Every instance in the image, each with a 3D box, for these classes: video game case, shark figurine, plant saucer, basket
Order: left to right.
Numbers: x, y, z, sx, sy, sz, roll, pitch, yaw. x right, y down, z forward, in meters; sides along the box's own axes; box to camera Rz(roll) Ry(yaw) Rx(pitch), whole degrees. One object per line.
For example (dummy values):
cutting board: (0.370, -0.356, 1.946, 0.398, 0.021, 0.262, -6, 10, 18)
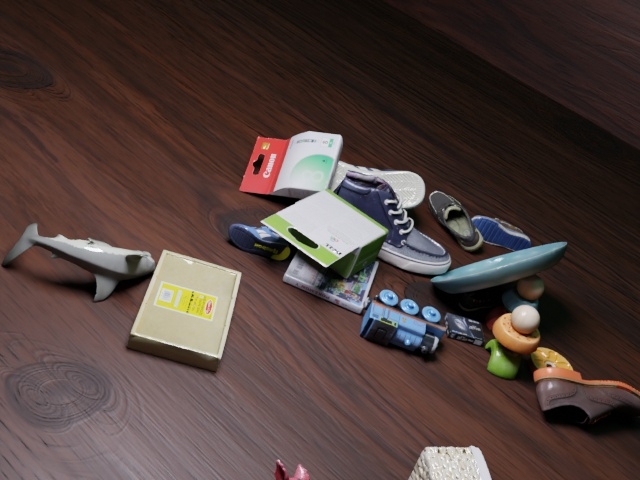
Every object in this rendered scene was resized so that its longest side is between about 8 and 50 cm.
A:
shark figurine: (-0.430, 0.051, 1.457, 0.278, 0.116, 0.166, 14, -2, -27)
video game case: (0.027, 0.069, 1.766, 0.183, 0.023, 0.201, 23, 31, 2)
basket: (0.213, 0.425, 1.268, 0.103, 0.113, 0.167, 9, 34, -13)
plant saucer: (0.411, 0.067, 1.807, 0.318, 0.318, 0.043, -17, 90, -45)

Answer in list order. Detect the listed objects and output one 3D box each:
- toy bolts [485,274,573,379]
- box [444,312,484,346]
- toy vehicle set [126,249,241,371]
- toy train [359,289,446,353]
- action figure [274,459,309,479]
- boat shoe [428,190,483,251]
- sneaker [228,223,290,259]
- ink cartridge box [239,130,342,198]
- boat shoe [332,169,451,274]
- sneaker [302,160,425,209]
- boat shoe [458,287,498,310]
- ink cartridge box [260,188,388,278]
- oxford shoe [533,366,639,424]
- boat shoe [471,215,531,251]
toy bolts: (0.470, 0.185, 1.728, 0.218, 0.158, 0.228, 17, 32, -7)
box: (0.318, 0.198, 1.751, 0.083, 0.018, 0.067, 17, 33, -8)
toy vehicle set: (-0.251, 0.127, 1.500, 0.166, 0.035, 0.267, 18, 32, -7)
toy train: (0.172, 0.177, 1.646, 0.184, 0.080, 0.105, 22, 41, -4)
action figure: (0.020, 0.440, 1.003, 0.248, 0.275, 0.370, -9, 57, -31)
boat shoe: (0.354, -0.066, 2.089, 0.080, 0.073, 0.223, -32, 50, 1)
sneaker: (-0.136, -0.004, 1.750, 0.144, 0.053, 0.059, 23, 32, -14)
ink cartridge box: (-0.073, -0.191, 1.936, 0.225, 0.056, 0.181, 9, 58, 10)
boat shoe: (0.172, -0.045, 1.887, 0.341, 0.158, 0.127, 20, 30, -1)
sneaker: (0.089, -0.132, 2.032, 0.350, 0.131, 0.148, 10, 0, 2)
boat shoe: (0.381, 0.133, 1.866, 0.133, 0.042, 0.049, -10, 42, -42)
ink cartridge box: (0.000, 0.000, 1.741, 0.189, 0.097, 0.255, 35, 35, 20)
oxford shoe: (0.564, 0.342, 1.642, 0.271, 0.097, 0.098, 14, 59, -13)
boat shoe: (0.481, -0.024, 2.143, 0.183, 0.066, 0.066, 25, 26, -13)
